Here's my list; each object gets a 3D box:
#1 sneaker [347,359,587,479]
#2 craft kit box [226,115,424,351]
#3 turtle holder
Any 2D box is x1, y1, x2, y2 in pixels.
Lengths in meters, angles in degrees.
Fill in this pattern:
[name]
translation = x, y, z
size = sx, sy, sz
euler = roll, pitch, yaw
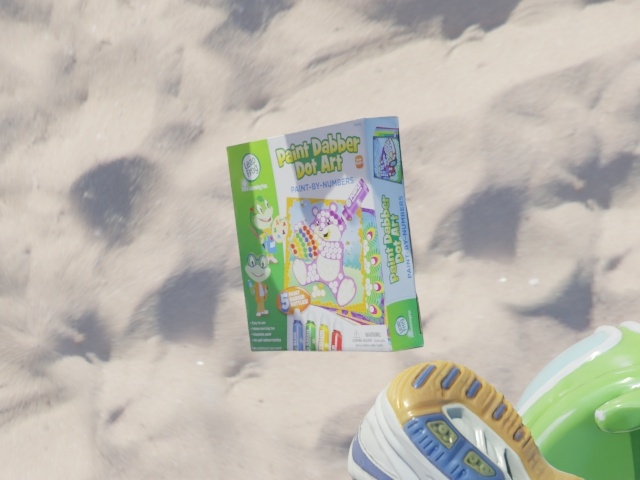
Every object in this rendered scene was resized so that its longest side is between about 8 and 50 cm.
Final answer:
[sneaker]
translation = 0.143, 0.225, 0.936
size = 0.112, 0.131, 0.296
euler = -29, 73, -42
[craft kit box]
translation = 0.000, 0.000, 1.412
size = 0.061, 0.250, 0.247
euler = -4, 88, -40
[turtle holder]
translation = 0.290, 0.164, 1.133
size = 0.243, 0.227, 0.320
euler = 14, 113, -2
